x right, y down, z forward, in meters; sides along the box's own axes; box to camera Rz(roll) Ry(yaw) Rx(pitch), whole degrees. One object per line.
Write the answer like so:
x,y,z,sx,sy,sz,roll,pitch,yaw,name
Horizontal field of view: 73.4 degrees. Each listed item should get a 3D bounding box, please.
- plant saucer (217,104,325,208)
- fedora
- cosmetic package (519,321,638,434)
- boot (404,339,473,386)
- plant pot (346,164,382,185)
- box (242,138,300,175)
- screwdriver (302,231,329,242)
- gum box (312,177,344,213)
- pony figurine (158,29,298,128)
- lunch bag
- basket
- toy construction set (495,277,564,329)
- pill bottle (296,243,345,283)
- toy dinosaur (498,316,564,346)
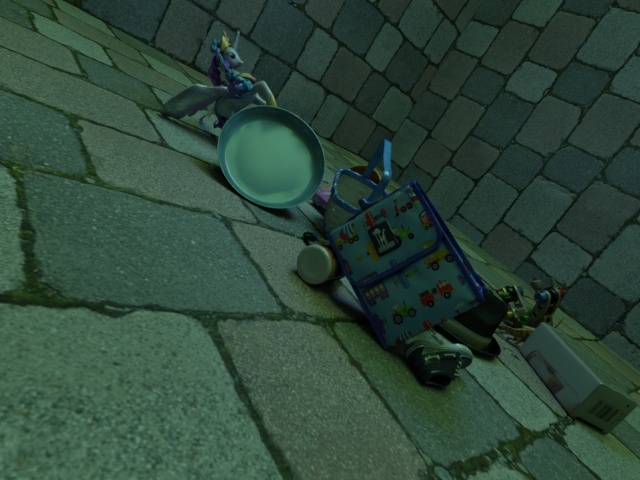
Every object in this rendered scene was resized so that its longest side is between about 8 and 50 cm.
-0.139,-0.236,1.235,0.317,0.318,0.043,30,-24,-11,plant saucer
0.410,0.172,1.238,0.333,0.153,0.334,30,18,-11,fedora
0.747,0.397,1.274,0.153,0.129,0.296,28,18,-12,cosmetic package
0.260,0.263,0.887,0.189,0.069,0.086,13,32,-30,boot
0.174,-0.162,1.683,0.205,0.205,0.188,45,6,34,plant pot
-0.170,-0.220,1.324,0.203,0.114,0.103,31,18,-11,box
0.000,0.000,1.093,0.169,0.025,0.024,22,-42,60,screwdriver
0.070,-0.157,1.527,0.188,0.062,0.107,-27,51,-27,gum box
-0.307,-0.462,1.452,0.364,0.350,0.303,52,21,-3,pony figurine
0.167,0.035,0.895,0.294,0.220,0.138,60,21,7,lunch bag
0.132,-0.145,1.308,0.200,0.289,0.255,23,38,-6,basket
0.801,0.282,1.608,0.308,0.257,0.238,-12,90,-45,toy construction set
0.018,0.051,0.974,0.086,0.086,0.152,40,18,22,pill bottle
0.689,0.310,1.418,0.211,0.113,0.064,-1,37,8,toy dinosaur
